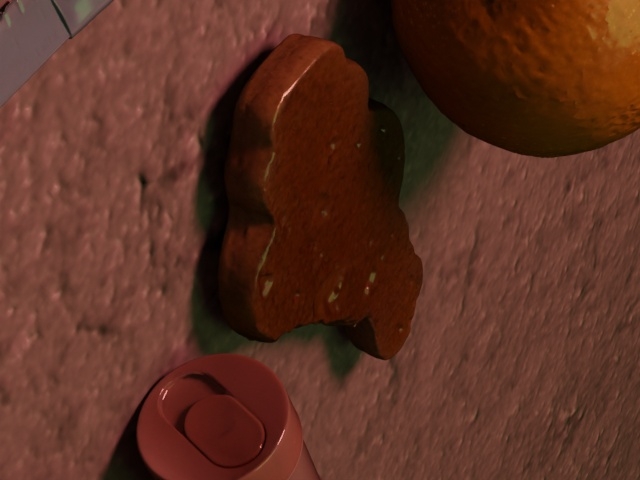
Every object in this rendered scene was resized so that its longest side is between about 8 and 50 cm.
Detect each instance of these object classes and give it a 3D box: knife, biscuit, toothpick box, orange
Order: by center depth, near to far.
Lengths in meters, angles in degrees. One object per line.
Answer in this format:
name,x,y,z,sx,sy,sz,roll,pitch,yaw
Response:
knife,-0.139,-0.110,0.877,0.313,0.019,0.044,-52,139,-29
toothpick box,-0.050,0.152,1.108,0.098,0.098,0.149,-55,149,-26
orange,0.154,-0.164,1.150,0.236,0.236,0.236,-38,138,-45
biscuit,0.004,-0.007,1.160,0.183,0.047,0.320,-63,151,-9
